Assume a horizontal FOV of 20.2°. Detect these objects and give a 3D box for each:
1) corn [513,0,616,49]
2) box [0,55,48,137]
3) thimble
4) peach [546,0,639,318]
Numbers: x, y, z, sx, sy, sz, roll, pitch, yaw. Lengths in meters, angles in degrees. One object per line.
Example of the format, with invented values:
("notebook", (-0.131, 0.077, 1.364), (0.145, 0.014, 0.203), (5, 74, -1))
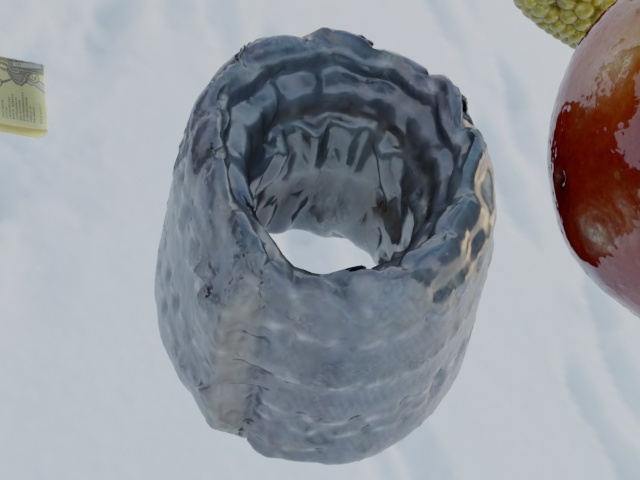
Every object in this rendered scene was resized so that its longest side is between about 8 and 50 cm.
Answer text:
("corn", (0.234, -0.140, 1.216), (0.248, 0.081, 0.081), (23, 27, -28))
("box", (-0.318, -0.138, 1.630), (0.149, 0.020, 0.073), (7, 63, -33))
("thimble", (0.000, 0.000, 1.074), (0.205, 0.172, 0.236), (19, 48, 8))
("peach", (0.244, -0.038, 1.002), (0.243, 0.243, 0.199), (43, 8, 9))
